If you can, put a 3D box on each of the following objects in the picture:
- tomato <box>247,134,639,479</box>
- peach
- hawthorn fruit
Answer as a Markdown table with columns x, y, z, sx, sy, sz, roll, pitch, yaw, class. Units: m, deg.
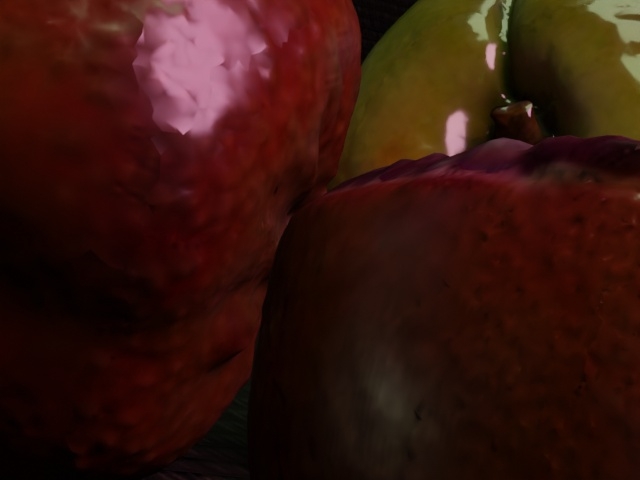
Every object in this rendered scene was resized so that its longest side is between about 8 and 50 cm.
| x | y | z | sx | sy | sz | roll | pitch | yaw | class |
| --- | --- | --- | --- | --- | --- | --- | --- | --- | --- |
| 0.108 | 0.123 | 0.446 | 0.290 | 0.176 | 0.335 | 12 | -20 | 42 | tomato |
| 0.159 | -0.005 | 0.831 | 0.281 | 0.314 | 0.315 | -2 | -32 | 39 | peach |
| -0.153 | -0.050 | 0.703 | 0.330 | 0.287 | 0.287 | 21 | 12 | 3 | hawthorn fruit |
